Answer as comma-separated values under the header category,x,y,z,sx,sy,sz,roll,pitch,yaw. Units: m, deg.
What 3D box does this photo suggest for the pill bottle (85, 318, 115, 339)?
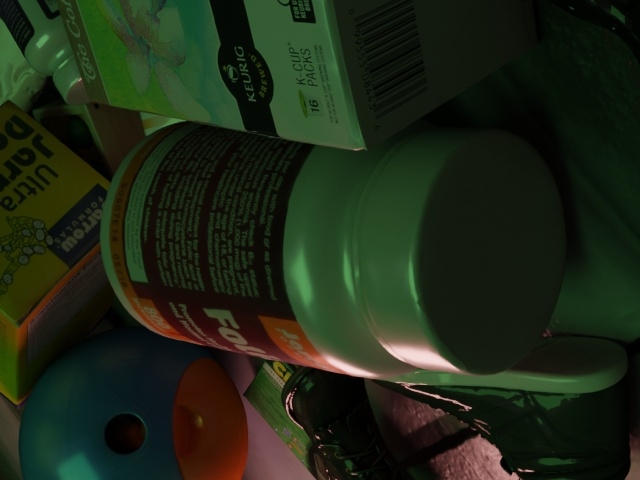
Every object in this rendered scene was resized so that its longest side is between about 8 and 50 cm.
category,x,y,z,sx,sy,sz,roll,pitch,yaw
pill bottle,-0.335,0.186,1.579,0.117,0.117,0.208,-20,102,54

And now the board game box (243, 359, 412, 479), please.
category,x,y,z,sx,sy,sz,roll,pitch,yaw
board game box,0.016,0.249,1.298,0.260,0.030,0.136,48,146,11

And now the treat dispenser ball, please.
category,x,y,z,sx,sy,sz,roll,pitch,yaw
treat dispenser ball,-0.234,0.252,1.366,0.288,0.288,0.288,29,137,32

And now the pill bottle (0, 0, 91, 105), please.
category,x,y,z,sx,sy,sz,roll,pitch,yaw
pill bottle,-0.288,-0.248,1.174,0.193,0.108,0.108,59,145,10

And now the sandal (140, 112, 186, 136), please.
category,x,y,z,sx,sy,sz,roll,pitch,yaw
sandal,-0.139,-0.117,1.148,0.102,0.076,0.265,-14,106,53

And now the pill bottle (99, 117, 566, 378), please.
category,x,y,z,sx,sy,sz,roll,pitch,yaw
pill bottle,0.000,0.000,0.950,0.392,0.224,0.224,4,120,47

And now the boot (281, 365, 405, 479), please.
category,x,y,z,sx,sy,sz,roll,pitch,yaw
boot,0.071,0.248,1.085,0.229,0.091,0.263,47,164,42

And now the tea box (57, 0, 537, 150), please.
category,x,y,z,sx,sy,sz,roll,pitch,yaw
tea box,-0.047,-0.272,0.797,0.323,0.220,0.329,15,128,43

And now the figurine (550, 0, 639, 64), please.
category,x,y,z,sx,sy,sz,roll,pitch,yaw
figurine,0.243,-0.175,0.660,0.209,0.092,0.215,47,143,19

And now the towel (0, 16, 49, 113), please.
category,x,y,z,sx,sy,sz,roll,pitch,yaw
towel,-0.505,-0.214,1.317,0.317,0.053,0.332,43,121,0

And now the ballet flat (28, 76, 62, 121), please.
category,x,y,z,sx,sy,sz,roll,pitch,yaw
ballet flat,-0.370,-0.138,1.416,0.241,0.091,0.077,112,147,-45

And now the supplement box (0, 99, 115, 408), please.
category,x,y,z,sx,sy,sz,roll,pitch,yaw
supplement box,-0.371,0.031,1.305,0.195,0.194,0.356,39,153,3

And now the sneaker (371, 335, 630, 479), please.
category,x,y,z,sx,sy,sz,roll,pitch,yaw
sneaker,0.155,0.163,1.000,0.295,0.104,0.147,1,113,44

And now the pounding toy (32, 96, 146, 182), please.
category,x,y,z,sx,sy,sz,roll,pitch,yaw
pounding toy,-0.264,-0.078,1.309,0.181,0.094,0.206,2,118,48
